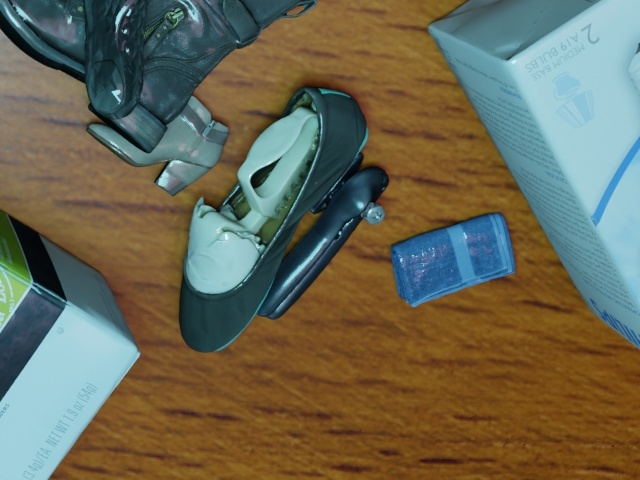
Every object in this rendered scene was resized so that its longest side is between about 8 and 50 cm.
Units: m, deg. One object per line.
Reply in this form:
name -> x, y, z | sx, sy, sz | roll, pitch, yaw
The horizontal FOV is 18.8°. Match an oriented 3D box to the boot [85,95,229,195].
boot -> -0.146, -0.101, 1.786 | 0.118, 0.042, 0.087 | 37, 88, -23

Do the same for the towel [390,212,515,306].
towel -> 0.130, 0.018, 1.899 | 0.119, 0.029, 0.067 | -17, 109, -9

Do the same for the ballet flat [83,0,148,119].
ballet flat -> -0.175, -0.190, 1.661 | 0.057, 0.049, 0.173 | 7, 91, 8

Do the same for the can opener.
can opener -> 0.000, 0.000, 1.852 | 0.186, 0.073, 0.059 | -57, 150, 9

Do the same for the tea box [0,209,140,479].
tea box -> -0.390, 0.113, 1.684 | 0.323, 0.220, 0.329 | 32, 96, -21

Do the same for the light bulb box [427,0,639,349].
light bulb box -> 0.359, -0.131, 1.811 | 0.358, 0.225, 0.361 | -34, 111, -3

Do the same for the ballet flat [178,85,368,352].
ballet flat -> -0.065, -0.029, 1.795 | 0.280, 0.095, 0.096 | -58, 143, 0

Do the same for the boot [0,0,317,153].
boot -> -0.161, -0.231, 1.724 | 0.263, 0.091, 0.229 | 43, 83, -17
